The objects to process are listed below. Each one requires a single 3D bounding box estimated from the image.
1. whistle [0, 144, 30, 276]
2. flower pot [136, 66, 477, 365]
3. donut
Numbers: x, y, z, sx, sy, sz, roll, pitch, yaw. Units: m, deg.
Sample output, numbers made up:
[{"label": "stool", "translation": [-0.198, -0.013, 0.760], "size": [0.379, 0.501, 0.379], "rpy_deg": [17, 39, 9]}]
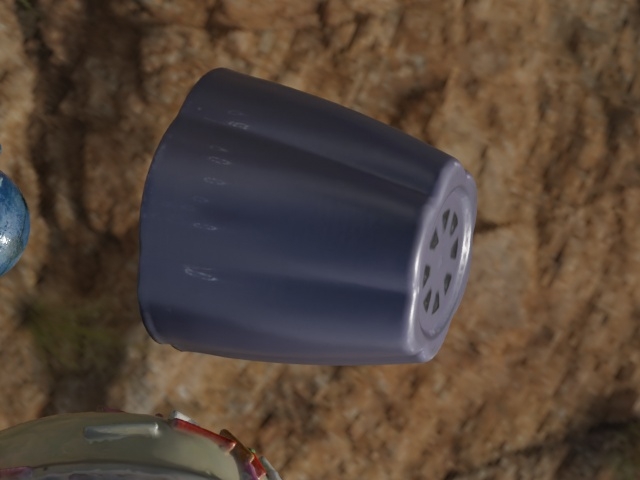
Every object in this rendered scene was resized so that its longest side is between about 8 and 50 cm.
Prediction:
[{"label": "whistle", "translation": [-0.235, 0.007, 1.121], "size": [0.090, 0.090, 0.158], "rpy_deg": [24, 73, -37]}, {"label": "flower pot", "translation": [0.000, 0.000, 1.532], "size": [0.265, 0.243, 0.265], "rpy_deg": [14, 90, -72]}, {"label": "donut", "translation": [-0.198, 0.283, 1.598], "size": [0.383, 0.142, 0.382], "rpy_deg": [-3, 142, -3]}]
